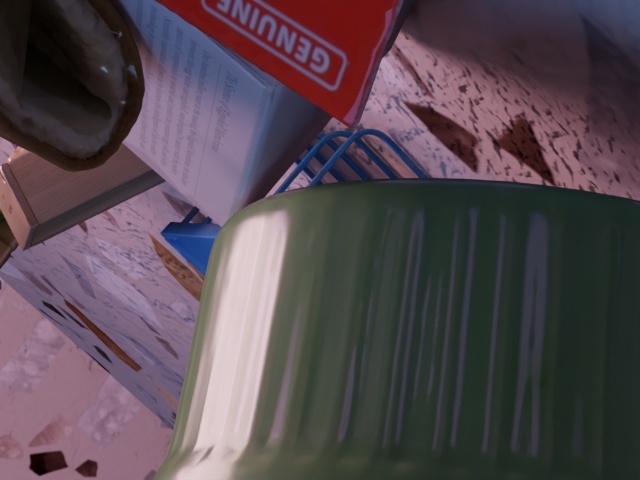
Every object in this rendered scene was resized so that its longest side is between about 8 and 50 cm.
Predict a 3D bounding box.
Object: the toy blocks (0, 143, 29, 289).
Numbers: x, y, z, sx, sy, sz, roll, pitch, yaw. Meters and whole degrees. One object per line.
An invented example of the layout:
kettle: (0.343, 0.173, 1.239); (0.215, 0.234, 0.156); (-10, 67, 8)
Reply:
toy blocks: (-0.357, -0.071, 1.344); (0.260, 0.289, 0.309); (34, 168, -3)

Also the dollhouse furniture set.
dollhouse furniture set: (-0.172, -0.142, 1.062); (0.242, 0.161, 0.212); (63, 164, 2)

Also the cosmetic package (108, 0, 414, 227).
cosmetic package: (-0.072, -0.145, 0.717); (0.224, 0.138, 0.224); (41, 165, 3)

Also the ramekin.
ramekin: (0.077, 0.076, 0.759); (0.303, 0.148, 0.303); (6, 167, 1)

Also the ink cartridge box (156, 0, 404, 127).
ink cartridge box: (-0.070, -0.191, 0.482); (0.275, 0.060, 0.239); (34, 124, 20)

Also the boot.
boot: (-0.215, -0.148, 0.646); (0.269, 0.089, 0.236); (30, 173, 38)

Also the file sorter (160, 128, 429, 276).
file sorter: (0.000, 0.000, 1.025); (0.118, 0.104, 0.170); (45, 165, -19)
